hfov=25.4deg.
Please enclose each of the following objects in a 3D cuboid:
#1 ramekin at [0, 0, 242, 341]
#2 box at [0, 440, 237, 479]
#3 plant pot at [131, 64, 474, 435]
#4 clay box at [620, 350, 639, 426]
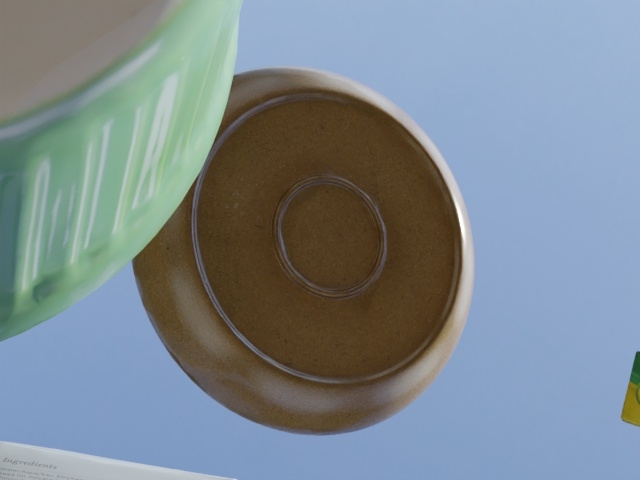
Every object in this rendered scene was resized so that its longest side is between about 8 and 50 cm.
[{"bbox_3d":[-0.161,-0.119,0.474,0.303,0.303,0.148,-52,-179,-25],"label":"ramekin"},{"bbox_3d":[-0.160,0.256,0.990,0.182,0.181,0.119,10,-156,-7],"label":"box"},{"bbox_3d":[0.000,0.000,0.870,0.236,0.236,0.032,-53,-168,-26],"label":"plant pot"},{"bbox_3d":[0.316,0.117,0.880,0.222,0.127,0.053,15,-82,34],"label":"clay box"}]
